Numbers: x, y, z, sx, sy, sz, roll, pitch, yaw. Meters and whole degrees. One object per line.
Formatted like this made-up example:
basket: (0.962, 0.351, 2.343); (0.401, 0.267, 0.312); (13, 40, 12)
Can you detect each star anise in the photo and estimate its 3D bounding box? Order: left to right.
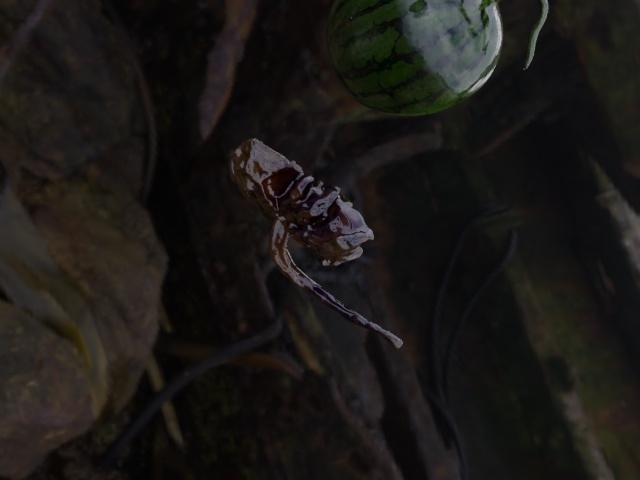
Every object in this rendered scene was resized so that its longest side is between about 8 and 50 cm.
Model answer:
star anise: (0.000, 0.000, 0.814); (0.190, 0.070, 0.097); (43, -14, 10)

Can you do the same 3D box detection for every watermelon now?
watermelon: (0.097, -0.178, 0.922); (0.141, 0.187, 0.141); (45, 36, -47)
